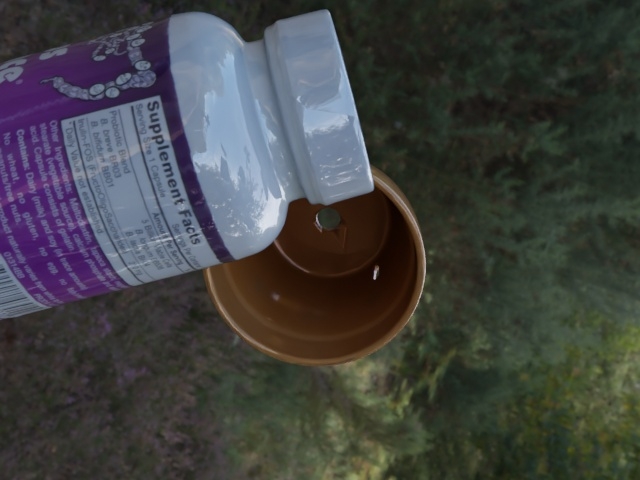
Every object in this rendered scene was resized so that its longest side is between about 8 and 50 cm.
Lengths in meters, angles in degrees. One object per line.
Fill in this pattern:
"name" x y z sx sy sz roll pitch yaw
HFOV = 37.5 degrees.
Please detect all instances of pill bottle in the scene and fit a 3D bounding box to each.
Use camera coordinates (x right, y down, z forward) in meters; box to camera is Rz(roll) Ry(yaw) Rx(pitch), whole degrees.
"pill bottle" -0.123 -0.056 0.631 0.169 0.302 0.169 -15 90 -87

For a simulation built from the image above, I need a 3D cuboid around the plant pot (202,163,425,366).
"plant pot" 0.000 0.000 1.299 0.203 0.291 0.290 -71 178 -69
